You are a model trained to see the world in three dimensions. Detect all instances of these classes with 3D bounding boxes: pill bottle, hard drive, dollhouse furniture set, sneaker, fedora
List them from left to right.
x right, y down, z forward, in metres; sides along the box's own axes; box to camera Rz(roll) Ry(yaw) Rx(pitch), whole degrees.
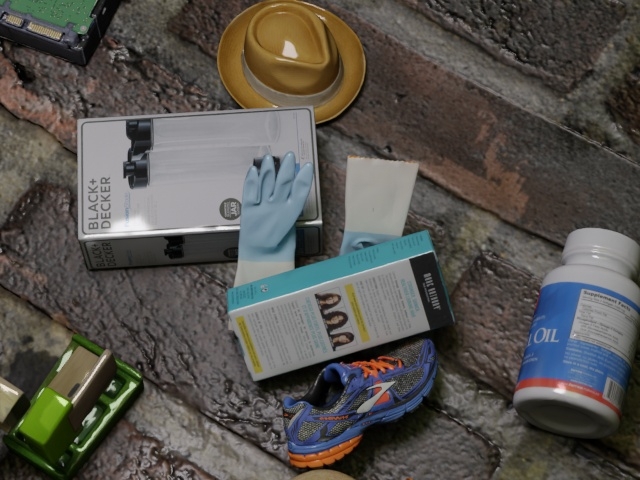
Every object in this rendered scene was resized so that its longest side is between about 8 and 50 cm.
[{"bbox_3d":[-0.371,0.116,1.877,0.302,0.197,0.151,30,71,13],"label":"dollhouse furniture set"},{"bbox_3d":[-0.342,-0.410,2.191,0.237,0.064,0.339,19,66,9],"label":"hard drive"},{"bbox_3d":[-0.036,-0.237,2.099,0.194,0.079,0.194,0,66,0],"label":"fedora"},{"bbox_3d":[0.046,0.167,1.883,0.221,0.087,0.083,-35,25,-30],"label":"sneaker"},{"bbox_3d":[0.302,0.103,1.916,0.124,0.124,0.221,14,65,7],"label":"pill bottle"}]

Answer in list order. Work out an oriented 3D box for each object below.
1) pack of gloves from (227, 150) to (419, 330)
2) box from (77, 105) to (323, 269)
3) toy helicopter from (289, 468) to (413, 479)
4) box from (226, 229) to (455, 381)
[{"bbox_3d":[0.000,0.000,1.942,0.195,0.232,0.046,4,25,-8],"label":"pack of gloves"},{"bbox_3d":[-0.145,-0.063,2.017,0.290,0.087,0.169,-3,65,0],"label":"box"},{"bbox_3d":[0.066,0.405,1.801,0.235,0.140,0.355,-28,79,-21],"label":"toy helicopter"},{"bbox_3d":[0.022,0.074,1.919,0.244,0.100,0.060,-16,27,3],"label":"box"}]
